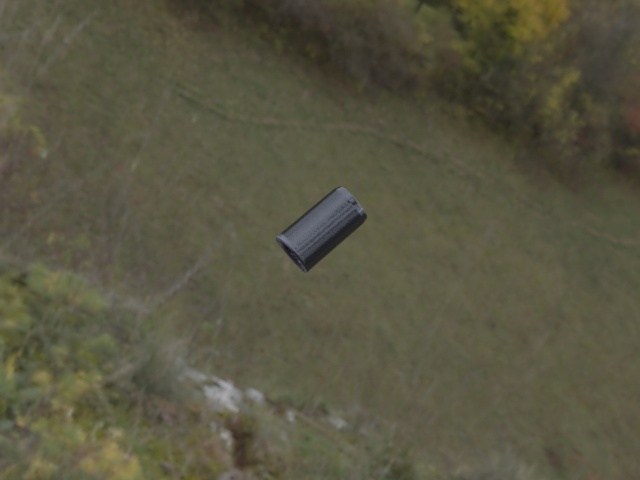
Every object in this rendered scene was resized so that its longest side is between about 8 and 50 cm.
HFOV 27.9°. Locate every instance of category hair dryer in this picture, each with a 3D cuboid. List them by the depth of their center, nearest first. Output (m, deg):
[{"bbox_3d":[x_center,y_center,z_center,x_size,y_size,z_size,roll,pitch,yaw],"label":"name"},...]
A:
[{"bbox_3d":[0.000,0.000,0.726,0.026,0.047,0.083,50,-10,8],"label":"hair dryer"}]
